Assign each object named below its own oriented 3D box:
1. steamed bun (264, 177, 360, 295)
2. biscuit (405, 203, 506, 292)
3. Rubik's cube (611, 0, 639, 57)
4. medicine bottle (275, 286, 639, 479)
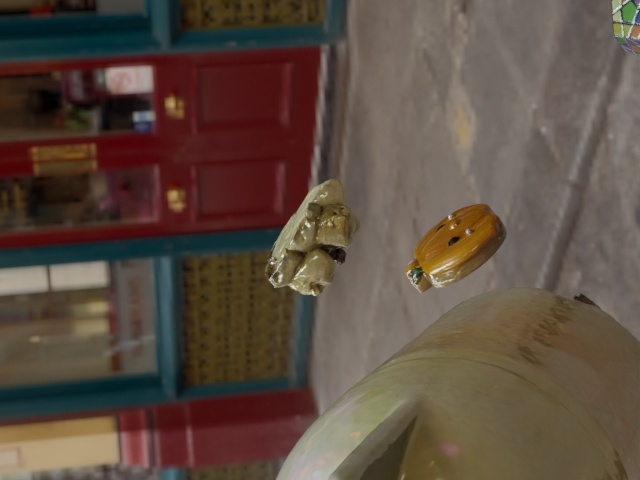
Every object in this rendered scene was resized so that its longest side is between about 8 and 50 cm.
[{"bbox_3d":[0.000,0.000,2.043,0.192,0.106,0.177,-59,9,5],"label":"steamed bun"},{"bbox_3d":[0.189,0.005,1.902,0.050,0.170,0.170,52,-178,-18],"label":"biscuit"},{"bbox_3d":[0.377,-0.251,1.455,0.111,0.093,0.111,16,-108,-58],"label":"Rubik's cube"},{"bbox_3d":[0.096,0.193,0.906,0.406,0.235,0.236,-27,-62,-62],"label":"medicine bottle"}]
